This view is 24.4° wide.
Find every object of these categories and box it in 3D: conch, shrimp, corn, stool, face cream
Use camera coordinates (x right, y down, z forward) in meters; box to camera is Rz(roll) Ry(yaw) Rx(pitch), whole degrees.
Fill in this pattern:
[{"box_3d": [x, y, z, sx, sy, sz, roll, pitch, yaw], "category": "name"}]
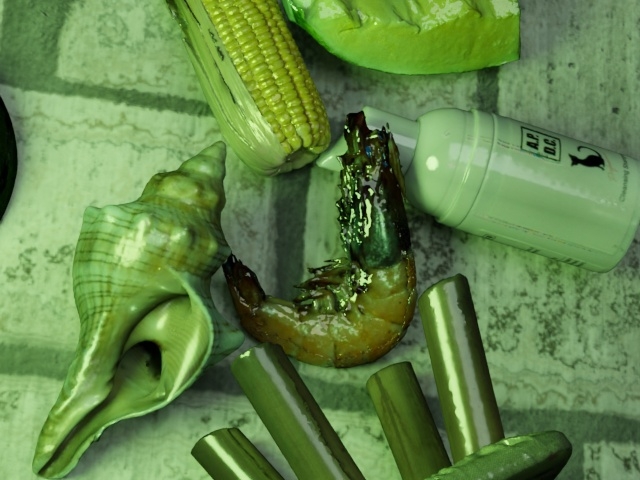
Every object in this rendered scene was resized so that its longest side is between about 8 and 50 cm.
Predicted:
[{"box_3d": [-0.179, 0.075, 1.566, 0.203, 0.169, 0.386, 22, 98, 16], "category": "conch"}, {"box_3d": [0.000, 0.000, 1.651, 0.222, 0.054, 0.290, -1, 96, -10], "category": "shrimp"}, {"box_3d": [-0.089, -0.219, 1.729, 0.123, 0.122, 0.305, -24, 74, 4], "category": "corn"}, {"box_3d": [0.051, 0.223, 1.497, 0.310, 0.310, 0.226, -17, 66, -23], "category": "stool"}, {"box_3d": [0.185, -0.080, 1.734, 0.370, 0.145, 0.145, 16, 65, -11], "category": "face cream"}]

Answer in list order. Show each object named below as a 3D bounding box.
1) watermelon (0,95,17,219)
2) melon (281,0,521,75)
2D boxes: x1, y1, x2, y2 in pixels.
[{"box_3d": [-0.406, -0.115, 1.610, 0.129, 0.123, 0.301, -16, 72, 11], "category": "watermelon"}, {"box_3d": [0.089, -0.293, 1.798, 0.324, 0.124, 0.196, -11, 72, -23], "category": "melon"}]
